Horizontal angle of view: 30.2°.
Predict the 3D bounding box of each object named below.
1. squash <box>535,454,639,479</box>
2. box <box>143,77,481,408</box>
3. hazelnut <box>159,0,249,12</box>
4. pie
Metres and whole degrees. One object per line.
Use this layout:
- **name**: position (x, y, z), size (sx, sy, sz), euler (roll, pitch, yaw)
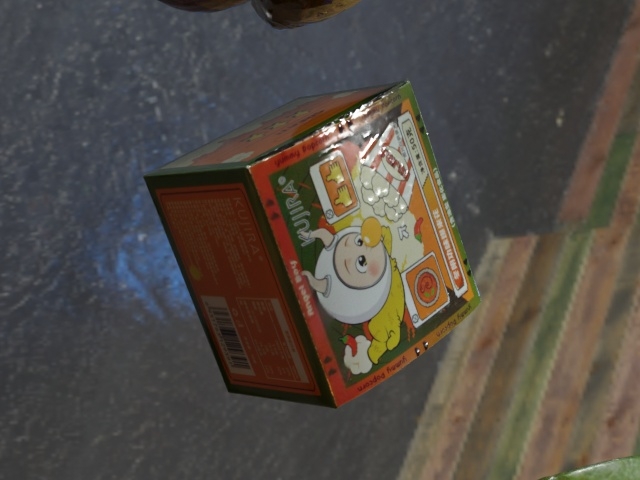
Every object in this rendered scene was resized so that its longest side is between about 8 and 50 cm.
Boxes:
- **squash**: position (0.266, 0.202, 0.895), size (0.289, 0.111, 0.203), euler (29, 40, 0)
- **box**: position (0.000, 0.000, 0.921), size (0.177, 0.148, 0.194), euler (-31, 108, -36)
- **hazelnut**: position (-0.096, -0.279, 0.946), size (0.178, 0.178, 0.204), euler (-53, 144, -45)
- **pie**: position (0.050, -0.261, 1.051), size (0.273, 0.273, 0.069), euler (-48, 121, -47)
